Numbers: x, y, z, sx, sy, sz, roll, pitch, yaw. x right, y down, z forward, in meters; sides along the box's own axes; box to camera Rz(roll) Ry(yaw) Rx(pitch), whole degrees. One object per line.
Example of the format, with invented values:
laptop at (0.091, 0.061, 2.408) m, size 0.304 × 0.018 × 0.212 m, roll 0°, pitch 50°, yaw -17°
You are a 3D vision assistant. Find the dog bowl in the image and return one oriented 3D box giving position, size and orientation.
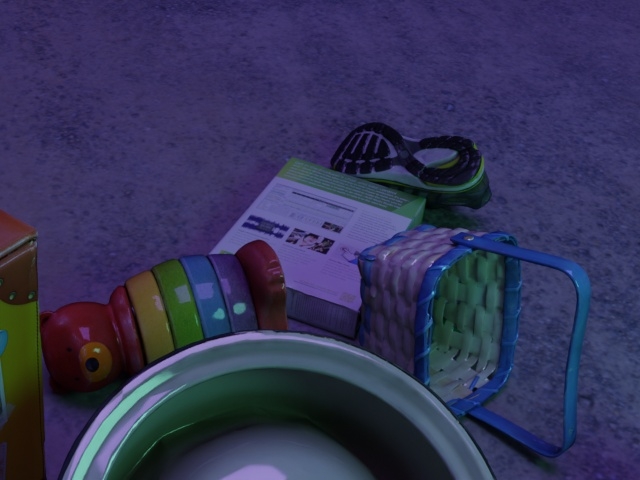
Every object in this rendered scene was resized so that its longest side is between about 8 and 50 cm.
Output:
dog bowl at (-0.040, 0.293, 0.961) m, size 0.408 × 0.150 × 0.407 m, roll 6°, pitch 62°, yaw -12°

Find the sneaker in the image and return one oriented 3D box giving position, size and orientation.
sneaker at (0.142, -0.105, 1.721) m, size 0.300 × 0.121 × 0.111 m, roll 17°, pitch 66°, yaw 40°

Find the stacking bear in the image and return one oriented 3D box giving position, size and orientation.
stacking bear at (-0.195, 0.106, 1.308) m, size 0.289 × 0.175 × 0.164 m, roll -13°, pitch 24°, yaw -15°

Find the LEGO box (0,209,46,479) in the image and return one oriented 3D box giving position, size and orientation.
LEGO box at (-0.475, 0.212, 0.905) m, size 0.193 × 0.372 × 0.500 m, roll 25°, pitch 38°, yaw 22°

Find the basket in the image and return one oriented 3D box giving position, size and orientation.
basket at (0.189, 0.104, 1.301) m, size 0.201 × 0.254 × 0.289 m, roll -21°, pitch 33°, yaw -38°

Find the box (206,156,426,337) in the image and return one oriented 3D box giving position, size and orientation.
box at (0.000, 0.000, 1.579) m, size 0.232 × 0.058 × 0.322 m, roll 18°, pitch 38°, yaw 14°
